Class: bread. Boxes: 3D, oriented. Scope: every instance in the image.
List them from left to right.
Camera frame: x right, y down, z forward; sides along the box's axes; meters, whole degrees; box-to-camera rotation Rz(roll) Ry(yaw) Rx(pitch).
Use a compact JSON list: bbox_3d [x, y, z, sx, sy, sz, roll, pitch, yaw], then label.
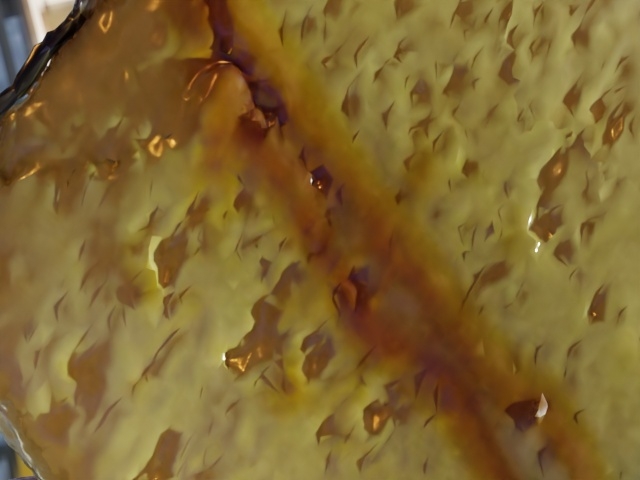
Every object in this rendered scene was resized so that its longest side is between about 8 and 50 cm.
[{"bbox_3d":[0.000,0.000,0.760,0.405,0.345,0.242,49,-2,-18],"label":"bread"}]

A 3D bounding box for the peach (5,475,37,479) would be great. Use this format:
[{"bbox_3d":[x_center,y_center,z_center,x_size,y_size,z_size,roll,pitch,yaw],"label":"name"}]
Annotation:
[{"bbox_3d":[-0.141,0.243,1.044,0.231,0.231,0.231,-12,90,-82],"label":"peach"}]
